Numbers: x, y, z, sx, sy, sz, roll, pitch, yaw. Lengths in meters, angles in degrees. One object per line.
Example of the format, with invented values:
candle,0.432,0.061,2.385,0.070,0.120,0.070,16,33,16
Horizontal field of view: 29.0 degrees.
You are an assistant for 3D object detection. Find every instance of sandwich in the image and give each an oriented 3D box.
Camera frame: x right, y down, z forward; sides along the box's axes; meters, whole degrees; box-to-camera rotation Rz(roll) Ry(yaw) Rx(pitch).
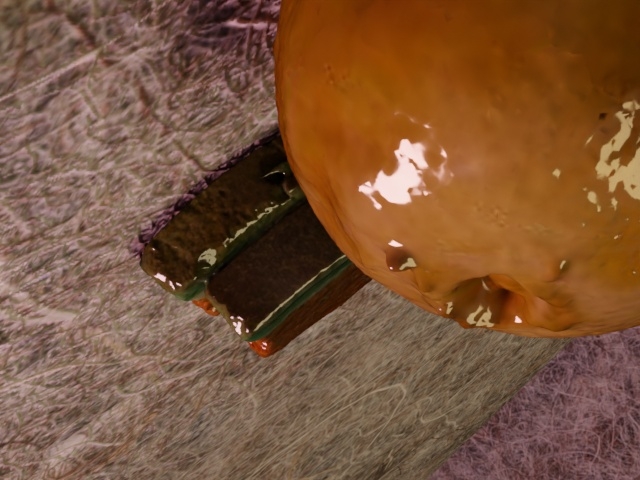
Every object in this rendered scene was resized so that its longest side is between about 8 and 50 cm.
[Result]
sandwich,-0.005,-0.002,0.973,0.292,0.109,0.212,-25,155,-39

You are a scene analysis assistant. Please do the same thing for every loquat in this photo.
loquat,0.133,-0.103,0.700,0.328,0.328,0.328,-35,160,-15
